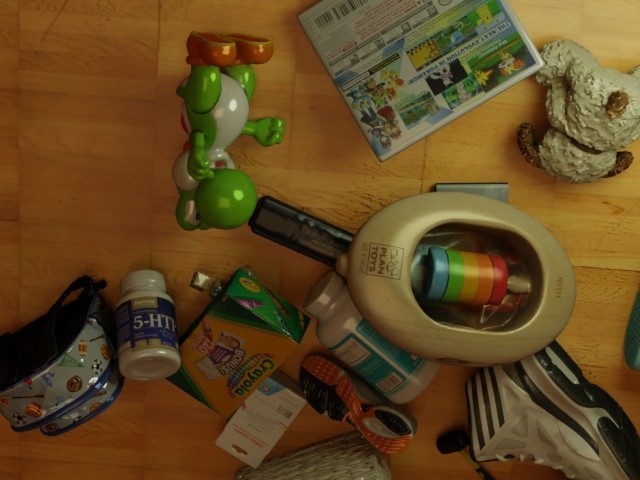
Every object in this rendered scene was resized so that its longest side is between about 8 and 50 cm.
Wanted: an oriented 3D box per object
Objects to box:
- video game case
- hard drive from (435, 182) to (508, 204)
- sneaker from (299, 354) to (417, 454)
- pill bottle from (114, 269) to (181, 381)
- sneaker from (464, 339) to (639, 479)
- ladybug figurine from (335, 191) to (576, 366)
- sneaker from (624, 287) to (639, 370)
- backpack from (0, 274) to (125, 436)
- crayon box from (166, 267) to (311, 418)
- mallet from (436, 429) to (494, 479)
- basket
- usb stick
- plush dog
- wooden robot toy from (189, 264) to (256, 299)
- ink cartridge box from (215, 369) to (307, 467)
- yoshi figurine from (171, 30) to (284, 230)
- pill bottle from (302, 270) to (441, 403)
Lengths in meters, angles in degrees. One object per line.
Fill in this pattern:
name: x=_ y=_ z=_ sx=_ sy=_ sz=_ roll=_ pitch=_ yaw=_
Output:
video game case: x=0.171 y=-0.346 z=1.733 sx=0.329 sy=0.036 sz=0.300 roll=-30 pitch=89 yaw=8
hard drive: x=0.280 y=-0.061 z=1.859 sx=0.135 sy=0.022 sz=0.094 roll=0 pitch=107 yaw=1
sneaker: x=0.075 y=0.314 z=1.939 sx=0.262 sy=0.121 sz=0.099 roll=38 pitch=103 yaw=15
pill bottle: x=-0.322 y=0.154 z=1.839 sx=0.112 sy=0.186 sz=0.112 roll=-9 pitch=148 yaw=-6
sneaker: x=0.448 y=0.389 z=1.948 sx=0.257 sy=0.169 sz=0.447 roll=-34 pitch=107 yaw=27
ladybug figurine: x=0.234 y=0.070 z=1.779 sx=0.449 sy=0.162 sz=0.305 roll=12 pitch=80 yaw=-17
sneaker: x=0.709 y=0.112 z=1.856 sx=0.208 sy=0.127 sz=0.319 roll=11 pitch=116 yaw=-1
backpack: x=-0.489 y=0.237 z=1.830 sx=0.276 sy=0.263 sz=0.213 roll=-34 pitch=104 yaw=9
crayon box: x=-0.163 y=0.197 z=1.858 sx=0.165 sy=0.081 sz=0.278 roll=35 pitch=127 yaw=-8
mallet: x=0.316 y=0.447 z=1.996 sx=0.190 sy=0.039 sz=0.062 roll=41 pitch=129 yaw=-14
basket: x=0.018 y=0.591 z=1.928 sx=0.328 sy=0.266 sz=0.331 roll=-20 pitch=105 yaw=6
usb stick: x=0.000 y=0.000 z=1.869 sx=0.278 sy=0.045 sz=0.077 roll=24 pitch=98 yaw=-6
plush dog: x=0.474 y=-0.195 z=1.748 sx=0.262 sy=0.210 sz=0.225 roll=15 pitch=129 yaw=-4
wooden robot toy: x=-0.157 y=0.083 z=1.897 sx=0.173 sy=0.076 sz=0.079 roll=18 pitch=71 yaw=-5
ink cartridge box: x=-0.117 y=0.345 z=1.962 sx=0.104 sy=0.061 sz=0.181 roll=34 pitch=103 yaw=-8
yoshi figurine: x=-0.163 y=-0.172 z=1.747 sx=0.204 sy=0.203 sz=0.362 roll=8 pitch=109 yaw=-9
pill bottle: x=0.093 y=0.175 z=1.866 sx=0.264 sy=0.146 sz=0.146 roll=41 pitch=103 yaw=-11
